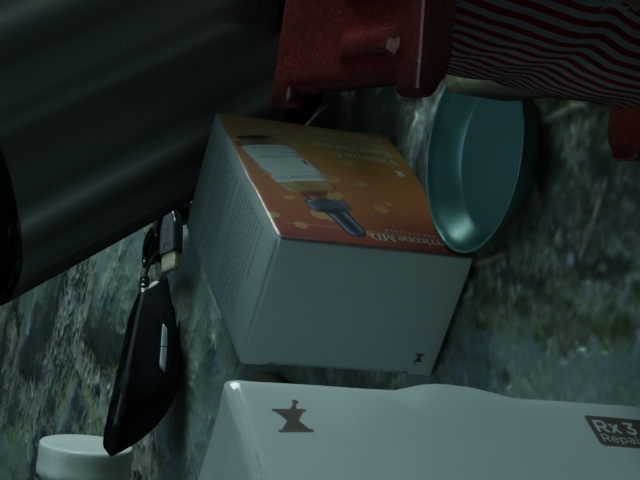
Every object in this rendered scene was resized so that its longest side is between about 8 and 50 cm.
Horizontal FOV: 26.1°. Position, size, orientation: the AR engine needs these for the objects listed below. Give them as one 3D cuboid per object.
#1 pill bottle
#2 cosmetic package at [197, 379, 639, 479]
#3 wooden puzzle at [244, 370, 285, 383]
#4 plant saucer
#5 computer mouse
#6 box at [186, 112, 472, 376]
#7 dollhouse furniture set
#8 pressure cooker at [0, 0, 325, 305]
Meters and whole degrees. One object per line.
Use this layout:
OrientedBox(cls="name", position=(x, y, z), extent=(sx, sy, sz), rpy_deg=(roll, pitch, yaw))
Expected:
OrientedBox(cls="pill bottle", position=(-0.262, 0.327, 1.478), extent=(0.121, 0.121, 0.221), rpy_deg=(-169, 85, -68))
OrientedBox(cls="cosmetic package", position=(0.022, 0.257, 0.656), extent=(0.156, 0.217, 0.385), rpy_deg=(-111, 32, -50))
OrientedBox(cls="wooden puzzle", position=(-0.040, 0.237, 1.044), extent=(0.221, 0.044, 0.238), rpy_deg=(-149, 71, -72))
OrientedBox(cls="plant saucer", position=(0.097, -0.051, 0.803), extent=(0.119, 0.021, 0.119), rpy_deg=(-174, 90, -69))
OrientedBox(cls="computer mouse", position=(-0.154, 0.078, 1.361), extent=(0.184, 0.060, 0.262), rpy_deg=(125, 156, -58))
OrientedBox(cls="box", position=(0.000, 0.000, 0.887), extent=(0.170, 0.130, 0.091), rpy_deg=(-120, 41, -55))
OrientedBox(cls="dollhouse furniture set", position=(0.042, -0.125, 0.678), extent=(0.374, 0.201, 0.152), rpy_deg=(7, 91, 63))
OrientedBox(cls="pressure cooker", position=(-0.195, -0.182, 1.064), extent=(0.370, 0.420, 0.375), rpy_deg=(48, 148, 20))
